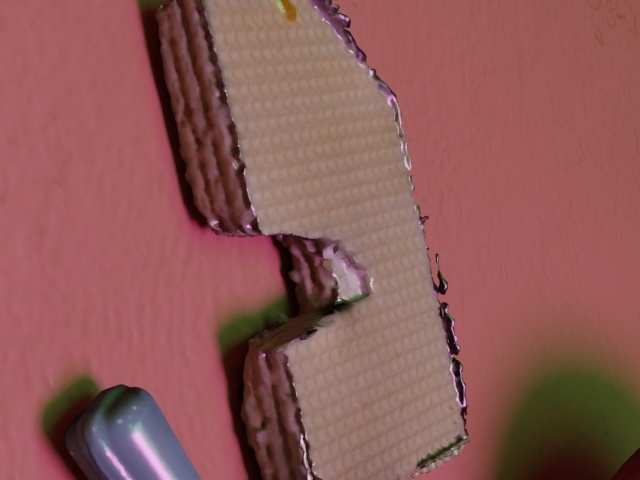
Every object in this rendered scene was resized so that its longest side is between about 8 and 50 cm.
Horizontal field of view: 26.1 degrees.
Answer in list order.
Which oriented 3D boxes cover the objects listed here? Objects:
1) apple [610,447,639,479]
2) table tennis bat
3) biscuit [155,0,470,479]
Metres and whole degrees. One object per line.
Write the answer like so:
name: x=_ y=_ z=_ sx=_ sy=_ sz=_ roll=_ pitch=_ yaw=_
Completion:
apple: x=0.288 y=0.251 z=0.770 sx=0.344 sy=0.344 sz=0.269 roll=17 pitch=103 yaw=-53
table tennis bat: x=-0.028 y=0.160 z=0.555 sx=0.237 sy=0.038 sz=0.149 roll=59 pitch=26 yaw=-17
biscuit: x=0.000 y=0.000 z=0.656 sx=0.147 sy=0.046 sz=0.250 roll=-19 pitch=97 yaw=-55
